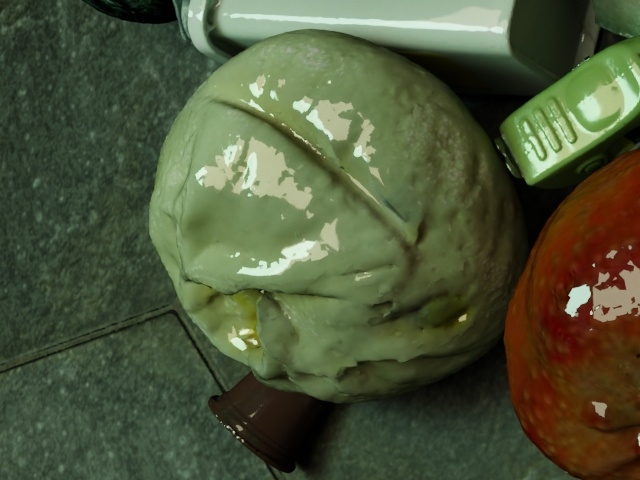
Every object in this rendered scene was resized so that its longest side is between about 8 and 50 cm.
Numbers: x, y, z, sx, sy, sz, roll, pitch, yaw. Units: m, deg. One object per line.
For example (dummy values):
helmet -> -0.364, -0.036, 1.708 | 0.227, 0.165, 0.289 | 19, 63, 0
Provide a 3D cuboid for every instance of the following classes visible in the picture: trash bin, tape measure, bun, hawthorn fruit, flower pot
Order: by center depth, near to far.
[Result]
hawthorn fruit -> 0.282, 0.037, 1.431 | 0.287, 0.287, 0.330 | -35, 29, 29
tape measure -> 0.259, -0.113, 1.542 | 0.177, 0.154, 0.087 | -34, 65, 28
bun -> 0.000, 0.000, 1.600 | 0.365, 0.365, 0.219 | -5, 33, 39
trash bin -> 0.079, -0.275, 1.685 | 0.367, 0.256, 0.296 | 11, 82, 34
flower pot -> -0.041, 0.160, 1.771 | 0.089, 0.111, 0.111 | -49, 53, 5

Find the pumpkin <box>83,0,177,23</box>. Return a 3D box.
pumpkin -> -0.180, -0.380, 1.891 | 0.315, 0.238, 0.315 | -39, 45, 55

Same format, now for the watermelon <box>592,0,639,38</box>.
watermelon -> 0.341, -0.305, 1.500 | 0.264, 0.302, 0.151 | 10, 48, 39
